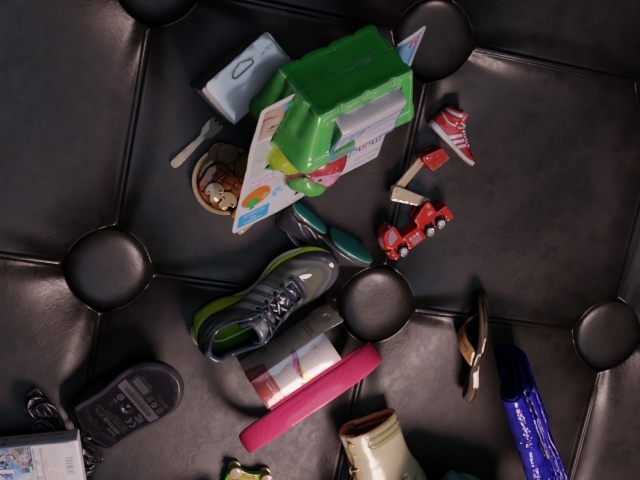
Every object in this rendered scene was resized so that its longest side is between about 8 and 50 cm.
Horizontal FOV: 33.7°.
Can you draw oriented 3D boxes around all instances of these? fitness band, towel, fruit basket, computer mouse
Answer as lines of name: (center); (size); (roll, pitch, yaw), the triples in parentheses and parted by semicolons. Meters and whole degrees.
fitness band: (-0.019, 0.277, 1.878); (0.291, 0.209, 0.054); (-35, 84, -4)
towel: (0.411, 0.369, 2.006); (0.076, 0.227, 0.308); (-16, 109, 12)
fruit basket: (0.016, -0.162, 1.696); (0.327, 0.165, 0.353); (-29, 154, -26)
computer mouse: (-0.366, 0.286, 1.866); (0.272, 0.072, 0.188); (-28, 111, 6)

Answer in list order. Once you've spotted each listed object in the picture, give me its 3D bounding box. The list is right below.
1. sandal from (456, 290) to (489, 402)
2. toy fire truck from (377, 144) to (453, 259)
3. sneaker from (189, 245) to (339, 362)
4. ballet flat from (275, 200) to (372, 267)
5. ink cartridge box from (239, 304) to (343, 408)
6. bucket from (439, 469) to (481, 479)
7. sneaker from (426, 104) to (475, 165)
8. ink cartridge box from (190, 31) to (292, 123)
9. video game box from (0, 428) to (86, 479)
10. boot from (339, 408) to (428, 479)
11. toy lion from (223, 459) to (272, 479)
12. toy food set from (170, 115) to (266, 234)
sandal: (0.286, 0.203, 2.020); (0.060, 0.090, 0.219); (9, 109, 5)
toy fire truck: (0.170, -0.070, 1.930); (0.192, 0.047, 0.135); (-36, 109, -3)
sneaker: (-0.090, 0.123, 1.852); (0.300, 0.121, 0.111); (-36, 116, 4)
ballet flat: (0.000, 0.000, 1.896); (0.203, 0.074, 0.074); (34, 93, -26)
ink cartridge box: (-0.039, 0.206, 1.903); (0.198, 0.115, 0.067); (-34, 108, -5)
bucket: (0.263, 0.580, 1.986); (0.183, 0.281, 0.281); (32, 94, 4)
sneaker: (0.256, -0.194, 1.925); (0.067, 0.042, 0.118); (-46, 108, 3)
ink cartridge box: (-0.129, -0.267, 1.723); (0.140, 0.191, 0.082); (-41, 107, -2)
video game box: (-0.504, 0.435, 1.847); (0.187, 0.048, 0.205); (-5, 113, -8)
boot: (0.064, 0.454, 2.002); (0.262, 0.095, 0.203); (-27, 109, -9)
toy lion: (-0.138, 0.469, 1.989); (0.100, 0.034, 0.096); (17, 106, -18)
toy food set: (-0.159, -0.107, 1.836); (0.132, 0.038, 0.192); (-45, 110, -1)
